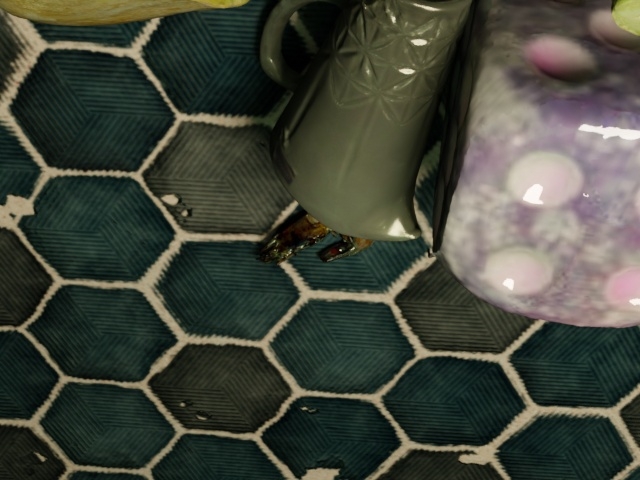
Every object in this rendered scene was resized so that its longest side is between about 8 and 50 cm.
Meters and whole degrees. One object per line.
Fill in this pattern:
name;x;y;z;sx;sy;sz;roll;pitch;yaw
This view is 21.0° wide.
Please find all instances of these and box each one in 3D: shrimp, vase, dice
shrimp;0.000;0.000;1.948;0.161;0.034;0.091;-29;125;28
vase;0.047;-0.166;1.690;0.251;0.156;0.301;42;142;15
dice;0.257;-0.096;1.666;0.271;0.270;0.270;9;133;-1

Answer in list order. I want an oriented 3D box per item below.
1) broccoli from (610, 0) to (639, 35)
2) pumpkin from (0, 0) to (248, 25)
broccoli;0.288;-0.297;1.410;0.254;0.269;0.269;-11;134;43
pumpkin;-0.199;-0.330;1.462;0.199;0.332;0.332;-11;131;22
